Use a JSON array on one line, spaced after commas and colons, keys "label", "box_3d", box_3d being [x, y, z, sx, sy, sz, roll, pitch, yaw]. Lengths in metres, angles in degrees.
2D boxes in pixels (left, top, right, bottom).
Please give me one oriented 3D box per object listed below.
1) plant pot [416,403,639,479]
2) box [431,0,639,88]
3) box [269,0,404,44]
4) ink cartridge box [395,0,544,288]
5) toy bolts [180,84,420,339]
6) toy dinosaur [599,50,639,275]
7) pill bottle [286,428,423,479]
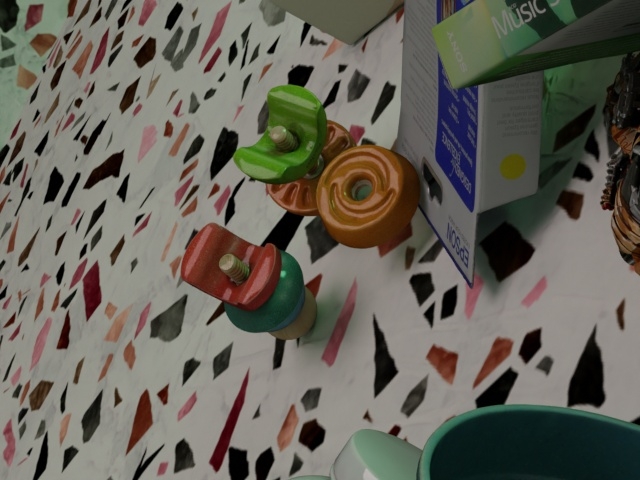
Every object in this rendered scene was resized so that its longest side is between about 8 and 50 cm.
[{"label": "plant pot", "box_3d": [0.143, 0.269, 0.894, 0.272, 0.271, 0.255, -118, 43, -61]}, {"label": "box", "box_3d": [0.261, -0.202, 1.149, 0.322, 0.232, 0.058, -30, 79, 51]}, {"label": "box", "box_3d": [0.082, -0.357, 1.760, 0.311, 0.121, 0.148, -33, 39, 48]}, {"label": "ink cartridge box", "box_3d": [0.129, -0.158, 1.449, 0.303, 0.072, 0.307, -114, 20, -65]}, {"label": "toy bolts", "box_3d": [0.000, 0.000, 1.599, 0.218, 0.158, 0.228, 27, 81, 34]}, {"label": "toy dinosaur", "box_3d": [0.268, -0.041, 1.114, 0.218, 0.164, 0.322, -61, 40, 41]}, {"label": "pill bottle", "box_3d": [-0.010, 0.305, 1.220, 0.323, 0.181, 0.181, -57, 25, 12]}]
